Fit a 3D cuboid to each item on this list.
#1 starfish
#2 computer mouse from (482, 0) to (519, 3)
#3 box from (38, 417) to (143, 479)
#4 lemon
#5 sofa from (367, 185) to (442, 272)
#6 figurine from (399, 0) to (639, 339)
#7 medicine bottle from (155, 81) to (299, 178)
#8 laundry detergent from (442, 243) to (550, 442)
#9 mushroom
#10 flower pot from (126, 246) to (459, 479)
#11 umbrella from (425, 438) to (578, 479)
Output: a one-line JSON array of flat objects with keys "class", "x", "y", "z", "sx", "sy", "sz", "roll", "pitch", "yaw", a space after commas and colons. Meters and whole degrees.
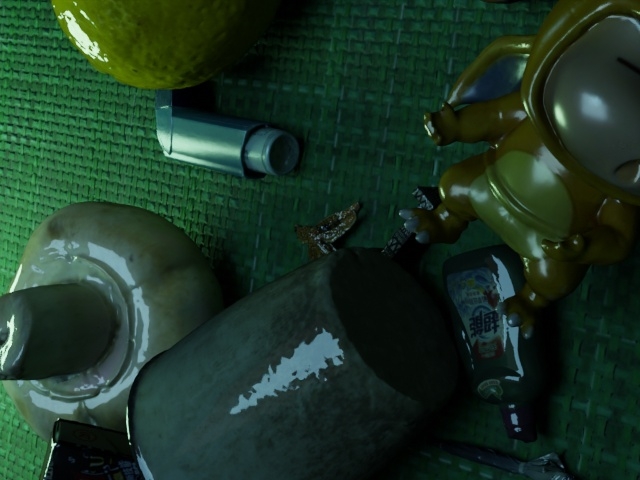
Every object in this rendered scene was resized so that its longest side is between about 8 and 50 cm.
[{"class": "starfish", "x": -0.004, "y": 0.002, "z": 1.665, "sx": 0.130, "sy": 0.041, "sz": 0.133, "roll": 22, "pitch": 103, "yaw": 44}, {"class": "computer mouse", "x": 0.255, "y": -0.382, "z": 1.354, "sx": 0.323, "sy": 0.116, "sz": 0.183, "roll": -36, "pitch": 49, "yaw": 36}, {"class": "box", "x": -0.226, "y": 0.368, "z": 1.691, "sx": 0.084, "sy": 0.310, "sz": 0.198, "roll": -116, "pitch": 42, "yaw": -69}, {"class": "lemon", "x": -0.203, "y": -0.364, "z": 1.689, "sx": 0.336, "sy": 0.336, "sz": 0.336, "roll": -2, "pitch": 87, "yaw": 44}, {"class": "sofa", "x": 0.111, "y": -0.012, "z": 1.540, "sx": 0.039, "sy": 0.060, "sz": 0.118, "roll": 52, "pitch": 122, "yaw": 28}, {"class": "figurine", "x": 0.259, "y": -0.125, "z": 1.262, "sx": 0.387, "sy": 0.268, "sz": 0.401, "roll": -57, "pitch": 48, "yaw": 29}, {"class": "medicine bottle", "x": -0.136, "y": -0.156, "z": 1.774, "sx": 0.258, "sy": 0.079, "sz": 0.124, "roll": 19, "pitch": 101, "yaw": 43}, {"class": "laundry detergent", "x": 0.203, "y": 0.120, "z": 1.436, "sx": 0.144, "sy": 0.078, "sz": 0.221, "roll": -19, "pitch": 78, "yaw": 59}, {"class": "mushroom", "x": -0.324, "y": 0.111, "z": 1.779, "sx": 0.353, "sy": 0.353, "sz": 0.325, "roll": -41, "pitch": 41, "yaw": 35}, {"class": "flower pot", "x": -0.023, "y": 0.182, "z": 1.509, "sx": 0.330, "sy": 0.294, "sz": 0.293, "roll": -39, "pitch": 62, "yaw": 34}, {"class": "umbrella", "x": 0.218, "y": 0.250, "z": 1.440, "sx": 0.269, "sy": 0.044, "sz": 0.044, "roll": 10, "pitch": 65, "yaw": 43}]
